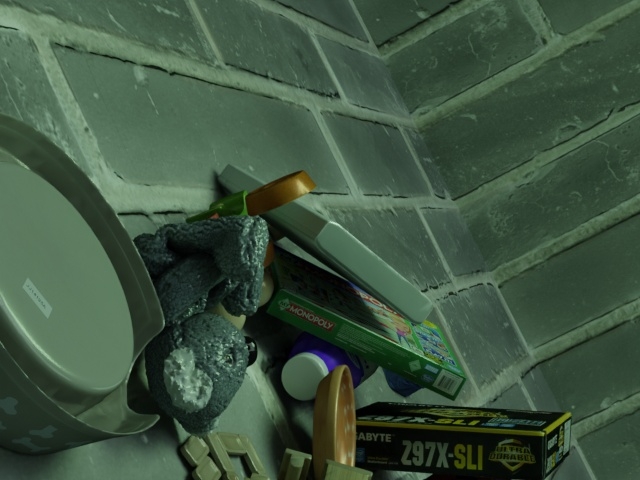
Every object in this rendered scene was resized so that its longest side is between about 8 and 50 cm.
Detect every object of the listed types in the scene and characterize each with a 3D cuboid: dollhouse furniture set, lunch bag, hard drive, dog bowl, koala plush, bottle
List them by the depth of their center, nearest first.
[{"bbox_3d":[-0.285,0.049,1.247,0.349,0.102,0.349,53,18,-26],"label":"dog bowl"},{"bbox_3d":[-0.151,0.108,1.465,0.196,0.203,0.221,104,-21,-71],"label":"koala plush"},{"bbox_3d":[-0.033,0.340,1.480,0.144,0.123,0.151,16,30,1],"label":"dollhouse furniture set"},{"bbox_3d":[0.000,0.000,1.947,0.233,0.047,0.353,39,-4,-31],"label":"hard drive"},{"bbox_3d":[0.013,0.182,1.957,0.118,0.092,0.283,57,16,5],"label":"bottle"},{"bbox_3d":[0.165,0.243,2.375,0.098,0.065,0.067,34,32,-58],"label":"lunch bag"}]

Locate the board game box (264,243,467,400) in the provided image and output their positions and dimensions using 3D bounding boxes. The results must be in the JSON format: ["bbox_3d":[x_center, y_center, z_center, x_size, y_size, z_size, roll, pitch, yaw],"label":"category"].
[{"bbox_3d":[0.057,0.120,1.953,0.317,0.046,0.213,26,14,-15],"label":"board game box"}]

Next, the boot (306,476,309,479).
[{"bbox_3d":[-0.016,0.351,1.691,0.114,0.037,0.106,61,3,-15],"label":"boot"}]

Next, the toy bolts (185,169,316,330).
[{"bbox_3d":[-0.098,0.026,1.728,0.228,0.218,0.158,-36,105,-56],"label":"toy bolts"}]

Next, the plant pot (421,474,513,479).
[{"bbox_3d":[0.271,0.483,2.007,0.265,0.272,0.272,34,31,-42],"label":"plant pot"}]

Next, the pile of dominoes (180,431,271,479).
[{"bbox_3d":[-0.090,0.341,1.527,0.251,0.040,0.196,60,15,23],"label":"pile of dominoes"}]

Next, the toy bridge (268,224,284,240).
[{"bbox_3d":[-0.059,-0.044,2.230,0.063,0.026,0.188,60,16,-2],"label":"toy bridge"}]

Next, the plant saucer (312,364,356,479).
[{"bbox_3d":[0.019,0.272,1.772,0.200,0.037,0.200,0,90,-80],"label":"plant saucer"}]

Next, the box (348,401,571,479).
[{"bbox_3d":[0.202,0.300,1.952,0.257,0.322,0.079,-2,92,-71],"label":"box"}]
